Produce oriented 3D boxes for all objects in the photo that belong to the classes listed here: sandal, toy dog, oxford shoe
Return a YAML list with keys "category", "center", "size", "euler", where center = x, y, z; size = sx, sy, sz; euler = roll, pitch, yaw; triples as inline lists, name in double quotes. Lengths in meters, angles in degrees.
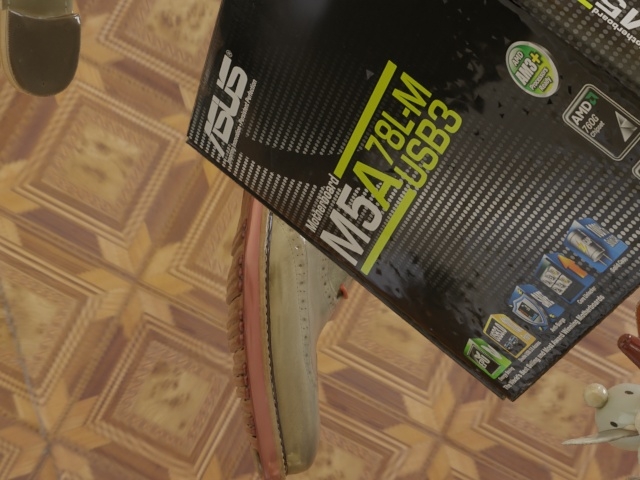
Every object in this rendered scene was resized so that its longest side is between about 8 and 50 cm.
- category: "sandal"
  center: [-0.225, -0.236, 0.900]
  size: [0.088, 0.079, 0.240]
  euler: [3, 99, -37]
- category: "toy dog"
  center: [0.308, 0.148, 1.082]
  size: [0.161, 0.333, 0.220]
  euler: [32, 57, -1]
- category: "oxford shoe"
  center: [0.000, 0.000, 0.819]
  size: [0.130, 0.123, 0.348]
  euler: [2, 86, -11]

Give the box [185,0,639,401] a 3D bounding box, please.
- category: "box"
  center: [0.042, -0.042, 0.422]
  size: [0.184, 0.190, 0.045]
  euler: [38, 59, 6]
